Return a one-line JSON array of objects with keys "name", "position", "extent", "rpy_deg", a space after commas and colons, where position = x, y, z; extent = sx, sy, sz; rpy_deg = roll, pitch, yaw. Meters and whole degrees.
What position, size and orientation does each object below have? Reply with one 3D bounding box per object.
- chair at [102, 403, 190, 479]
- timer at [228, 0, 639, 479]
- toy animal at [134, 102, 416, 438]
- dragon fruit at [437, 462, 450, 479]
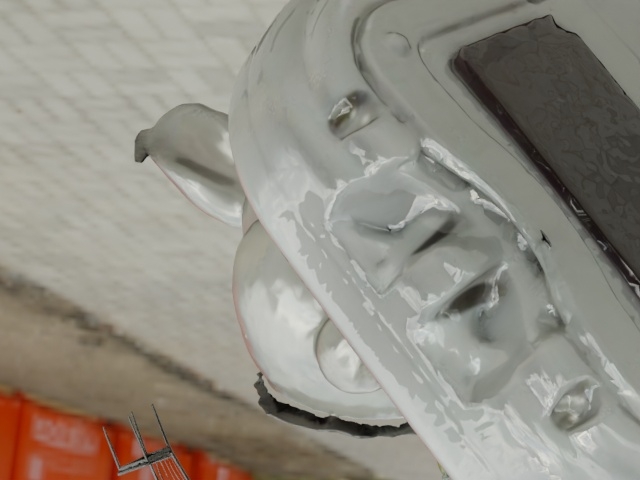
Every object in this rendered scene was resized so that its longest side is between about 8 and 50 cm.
[{"name": "chair", "position": [-0.126, 0.167, 1.163], "extent": [0.037, 0.086, 0.042], "rpy_deg": [-24, -177, 36]}, {"name": "timer", "position": [0.103, -0.010, 0.627], "extent": [0.237, 0.262, 0.087], "rpy_deg": [-25, 163, -46]}, {"name": "toy animal", "position": [0.007, 0.002, 0.977], "extent": [0.208, 0.154, 0.325], "rpy_deg": [4, -162, -31]}, {"name": "dragon fruit", "position": [0.208, 0.134, 1.135], "extent": [0.269, 0.198, 0.200], "rpy_deg": [-27, -170, 10]}]
